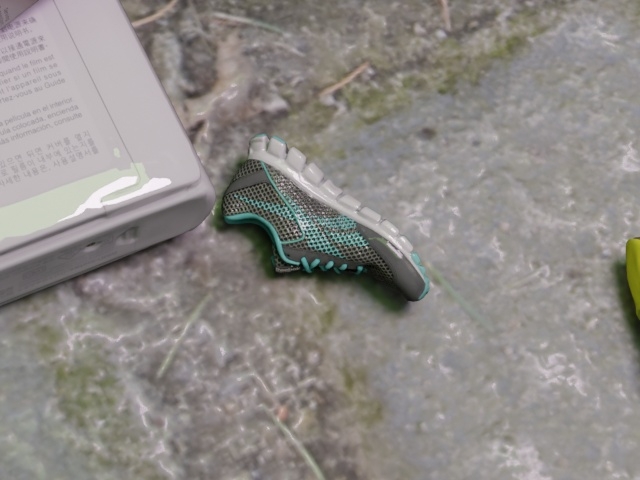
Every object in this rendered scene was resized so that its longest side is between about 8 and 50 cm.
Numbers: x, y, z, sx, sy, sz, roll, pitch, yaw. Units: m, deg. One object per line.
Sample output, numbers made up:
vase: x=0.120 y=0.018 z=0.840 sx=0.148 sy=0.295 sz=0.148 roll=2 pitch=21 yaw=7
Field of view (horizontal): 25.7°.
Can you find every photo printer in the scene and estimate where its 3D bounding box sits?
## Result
photo printer: x=-0.248 y=-0.109 z=0.949 sx=0.256 sy=0.107 sz=0.307 roll=-23 pitch=74 yaw=-19

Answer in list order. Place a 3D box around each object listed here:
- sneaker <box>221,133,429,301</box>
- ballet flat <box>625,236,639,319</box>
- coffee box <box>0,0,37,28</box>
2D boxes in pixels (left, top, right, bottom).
sneaker: x=0.000 y=0.000 z=0.997 sx=0.166 sy=0.065 sz=0.076 roll=37 pitch=80 yaw=7
ballet flat: x=0.288 y=0.098 z=1.011 sx=0.077 sy=0.077 sz=0.231 roll=-43 pitch=84 yaw=-8
coffee box: x=-0.260 y=-0.177 z=0.817 sx=0.297 sy=0.168 sz=0.119 roll=-41 pitch=78 yaw=-16
